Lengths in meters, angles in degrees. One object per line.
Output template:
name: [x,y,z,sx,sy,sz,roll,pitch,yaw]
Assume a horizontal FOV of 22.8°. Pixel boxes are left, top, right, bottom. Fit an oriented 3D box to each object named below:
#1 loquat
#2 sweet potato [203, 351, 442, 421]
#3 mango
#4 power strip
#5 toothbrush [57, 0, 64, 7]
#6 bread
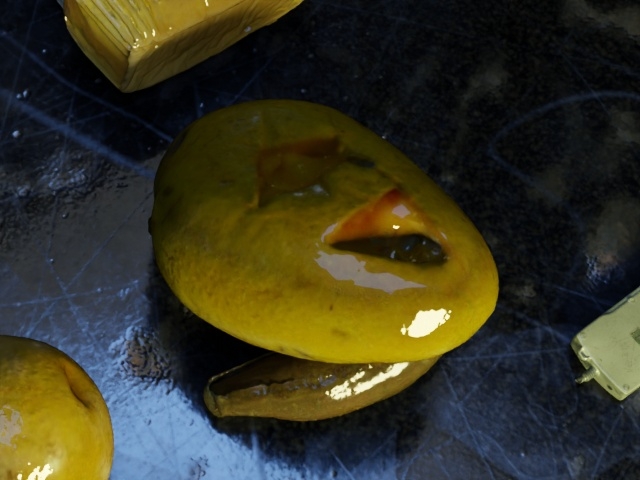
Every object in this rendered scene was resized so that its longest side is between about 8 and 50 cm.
loquat: [-0.284,0.181,1.372,0.213,0.213,0.213,3,65,-6]
sweet potato: [0.028,0.112,1.516,0.286,0.085,0.112,-26,38,-7]
mango: [0.000,0.000,1.464,0.365,0.182,0.253,27,52,28]
power strip: [0.338,0.082,1.590,0.227,0.029,0.080,-33,75,-21]
toothbrush: [-0.299,-0.294,1.685,0.030,0.030,0.304,-36,76,-21]
bread: [-0.120,-0.267,1.625,0.288,0.152,0.119,-31,82,-23]
